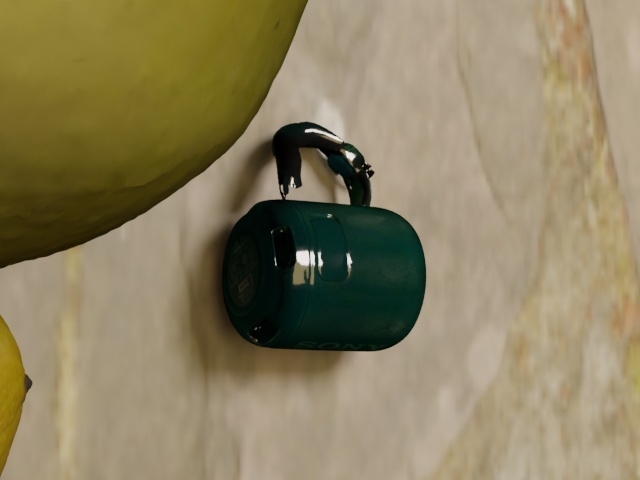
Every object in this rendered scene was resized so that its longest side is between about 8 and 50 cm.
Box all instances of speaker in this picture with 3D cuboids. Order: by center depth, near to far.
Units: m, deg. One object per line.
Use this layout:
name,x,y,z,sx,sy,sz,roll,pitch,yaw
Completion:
speaker,0.002,-0.003,0.719,0.075,0.060,0.095,4,86,-29

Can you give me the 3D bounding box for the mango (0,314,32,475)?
mango,-0.204,0.095,0.590,0.237,0.091,0.137,-46,103,-16

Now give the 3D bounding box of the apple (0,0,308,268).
apple,-0.134,-0.123,0.525,0.254,0.292,0.292,27,75,-39
